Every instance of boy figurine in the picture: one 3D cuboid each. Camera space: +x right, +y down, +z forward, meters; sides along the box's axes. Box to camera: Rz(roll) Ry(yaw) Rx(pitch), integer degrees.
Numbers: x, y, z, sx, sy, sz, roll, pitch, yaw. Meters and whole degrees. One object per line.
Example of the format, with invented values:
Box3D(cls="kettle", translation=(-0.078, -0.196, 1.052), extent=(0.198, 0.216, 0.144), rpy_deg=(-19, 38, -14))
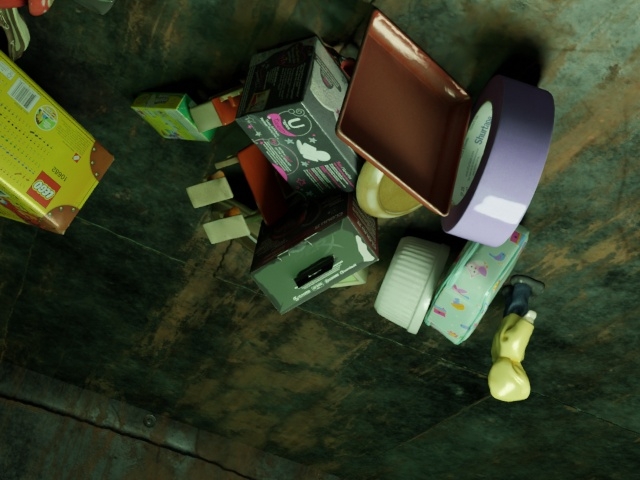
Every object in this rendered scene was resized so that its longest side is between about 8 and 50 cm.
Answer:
Box3D(cls="boy figurine", translation=(0.429, 0.215, 2.033), extent=(0.092, 0.285, 0.177), rpy_deg=(17, 146, -4))

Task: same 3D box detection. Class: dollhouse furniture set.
Box3D(cls="dollhouse furniture set", translation=(-0.128, -0.156, 1.726), extent=(0.135, 0.262, 0.259), rpy_deg=(-12, 109, 34))

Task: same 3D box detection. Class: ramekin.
Box3D(cls="ramekin", translation=(0.195, 0.089, 2.014), extent=(0.109, 0.207, 0.207), rpy_deg=(22, 149, 5))

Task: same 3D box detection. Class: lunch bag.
Box3D(cls="lunch bag", translation=(0.323, 0.076, 1.921), extent=(0.107, 0.224, 0.279), rpy_deg=(32, 151, 10))

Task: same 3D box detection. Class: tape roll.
Box3D(cls="tape roll", translation=(0.290, -0.131, 1.542), extent=(0.090, 0.275, 0.275), rpy_deg=(17, 149, -5))

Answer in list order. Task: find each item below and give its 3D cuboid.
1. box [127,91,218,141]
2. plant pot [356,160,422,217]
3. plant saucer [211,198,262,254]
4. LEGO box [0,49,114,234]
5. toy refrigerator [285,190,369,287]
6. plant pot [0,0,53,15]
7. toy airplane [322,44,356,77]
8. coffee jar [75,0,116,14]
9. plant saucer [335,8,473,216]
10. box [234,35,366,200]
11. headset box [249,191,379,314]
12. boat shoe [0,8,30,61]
Box3D(cls="box", translation=(-0.290, -0.241, 1.800), extent=(0.179, 0.043, 0.105), rpy_deg=(9, 153, 44))
Box3D(cls="plant pot", translation=(0.169, -0.128, 1.676), extent=(0.032, 0.236, 0.236), rpy_deg=(49, 167, 33))
Box3D(cls="plant saucer", translation=(-0.135, -0.006, 2.035), extent=(0.277, 0.041, 0.278), rpy_deg=(35, 168, 9))
Box3D(cls="LEGO box", translation=(-0.699, -0.251, 1.750), extent=(0.372, 0.193, 0.500), rpy_deg=(13, 155, 43))
Box3D(cls="toy refrigerator", translation=(0.000, 0.000, 2.051), extent=(0.102, 0.094, 0.269), rpy_deg=(-9, 142, 33))
Box3D(cls="plant pot", translation=(-0.496, -0.454, 1.450), extent=(0.174, 0.191, 0.191), rpy_deg=(11, 150, -13))
Box3D(cls="toy airplane", translation=(0.066, -0.282, 1.566), extent=(0.151, 0.151, 0.028), rpy_deg=(36, 108, -31))
Box3D(cls="coffee jar", translation=(-0.327, -0.433, 1.405), extent=(0.096, 0.184, 0.079), rpy_deg=(29, 146, -23))
Box3D(cls="plant saucer", translation=(0.132, -0.202, 1.511), extent=(0.258, 0.259, 0.047), rpy_deg=(35, 145, -30))
Box3D(cls="box", translation=(-0.016, -0.212, 1.650), extent=(0.142, 0.163, 0.247), rpy_deg=(-9, 142, 28))
Box3D(cls="headset box", translation=(-0.008, -0.003, 1.745), extent=(0.218, 0.293, 0.110), rpy_deg=(-31, 111, 16))
Box3D(cls="boat shoe", translation=(-0.590, -0.410, 1.640), extent=(0.095, 0.095, 0.257), rpy_deg=(5, 148, 15))
